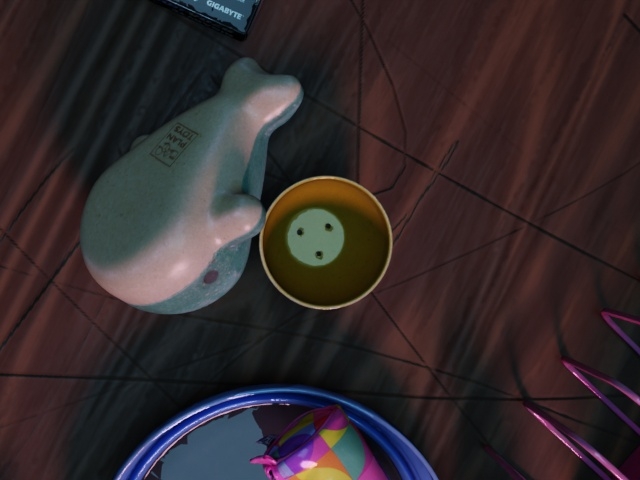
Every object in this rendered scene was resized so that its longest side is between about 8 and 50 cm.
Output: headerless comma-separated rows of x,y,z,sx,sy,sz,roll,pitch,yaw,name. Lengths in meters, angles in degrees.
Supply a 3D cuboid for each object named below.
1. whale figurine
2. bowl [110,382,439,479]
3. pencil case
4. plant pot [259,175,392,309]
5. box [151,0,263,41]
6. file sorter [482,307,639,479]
-0.111,-0.049,0.841,0.272,0.216,0.141,-55,137,-6,whale figurine
-0.051,0.342,0.911,0.392,0.077,0.390,-1,94,-7,bowl
0.033,0.274,0.831,0.104,0.104,0.236,-36,97,-4,pencil case
0.000,0.000,0.886,0.134,0.095,0.134,0,93,-7,plant pot
-0.145,-0.331,0.869,0.220,0.051,0.175,22,90,-8,box
0.344,0.192,0.891,0.182,0.202,0.290,43,88,-7,file sorter
